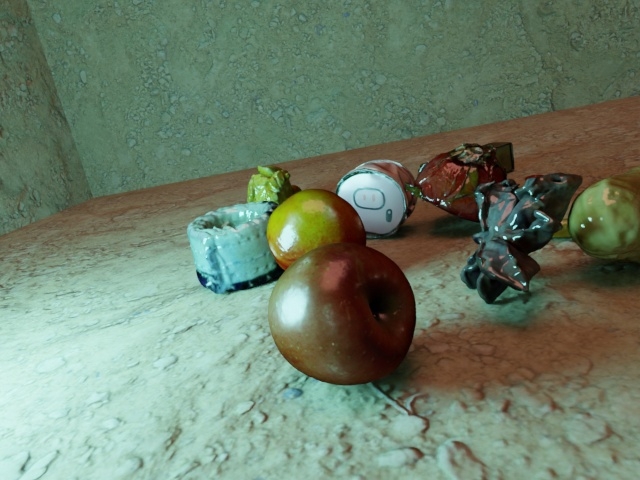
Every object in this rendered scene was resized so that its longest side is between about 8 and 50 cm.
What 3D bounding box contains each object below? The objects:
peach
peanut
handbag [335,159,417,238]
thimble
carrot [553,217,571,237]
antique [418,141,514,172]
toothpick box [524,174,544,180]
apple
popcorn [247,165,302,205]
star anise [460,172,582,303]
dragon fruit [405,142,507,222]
[{"bbox_3d":[0.000,0.000,0.933,0.197,0.198,0.197,-11,17,3],"label":"peach"},{"bbox_3d":[0.512,-0.042,0.767,0.318,0.148,0.147,-16,16,-34],"label":"peanut"},{"bbox_3d":[0.132,-0.102,1.171,0.204,0.180,0.116,5,15,29],"label":"handbag"},{"bbox_3d":[-0.178,0.010,1.055,0.237,0.150,0.237,-11,18,4],"label":"thimble"},{"bbox_3d":[0.452,-0.022,0.919,0.247,0.043,0.043,-4,18,31],"label":"carrot"},{"bbox_3d":[0.454,-0.226,1.491,0.309,0.094,0.087,-19,18,-22],"label":"antique"},{"bbox_3d":[0.489,-0.107,1.090,0.047,0.084,0.047,-9,16,3],"label":"toothpick box"},{"bbox_3d":[0.025,0.093,0.608,0.168,0.181,0.181,-27,2,42],"label":"apple"},{"bbox_3d":[-0.145,-0.149,1.580,0.173,0.169,0.195,-18,-24,19],"label":"popcorn"},{"bbox_3d":[0.291,-0.014,0.751,0.258,0.110,0.198,-58,9,-22],"label":"star anise"},{"bbox_3d":[0.332,-0.147,1.081,0.223,0.148,0.218,30,29,19],"label":"dragon fruit"}]
